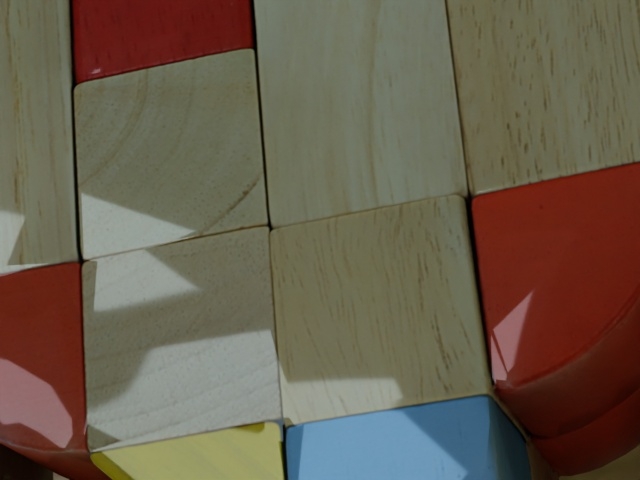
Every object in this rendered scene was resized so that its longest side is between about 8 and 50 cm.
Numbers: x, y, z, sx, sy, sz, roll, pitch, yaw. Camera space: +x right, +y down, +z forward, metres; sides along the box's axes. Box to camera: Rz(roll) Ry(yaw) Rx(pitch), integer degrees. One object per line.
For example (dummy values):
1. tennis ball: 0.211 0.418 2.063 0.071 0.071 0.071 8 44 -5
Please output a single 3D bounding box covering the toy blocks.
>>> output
1. toy blocks: 0.000 0.000 0.470 0.381 0.191 0.261 -11 68 13
